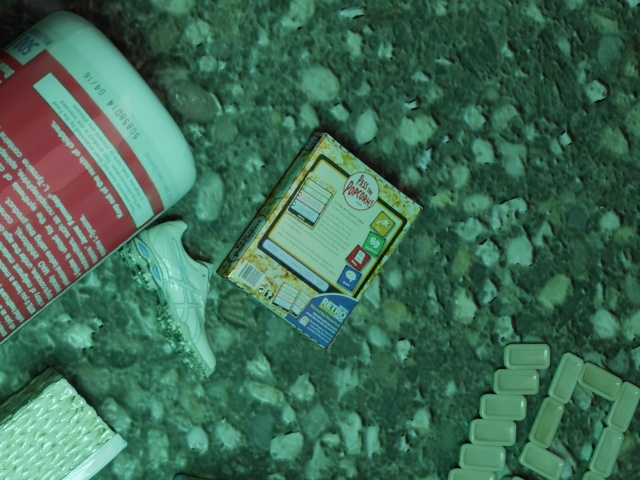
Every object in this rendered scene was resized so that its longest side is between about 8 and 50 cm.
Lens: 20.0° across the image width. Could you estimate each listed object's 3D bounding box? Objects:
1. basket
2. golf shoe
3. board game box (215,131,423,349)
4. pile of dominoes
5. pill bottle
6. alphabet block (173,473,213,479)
[{"bbox_3d":[-0.302,0.220,1.885,0.167,0.113,0.103,-39,102,-12],"label":"basket"},{"bbox_3d":[-0.140,0.060,1.951,0.086,0.069,0.176,-31,106,-20],"label":"golf shoe"},{"bbox_3d":[0.000,0.000,2.004,0.147,0.045,0.193,38,83,-19],"label":"board game box"},{"bbox_3d":[0.250,0.248,2.136,0.196,0.040,0.251,29,77,-19],"label":"pile of dominoes"},{"bbox_3d":[-0.340,-0.021,1.783,0.407,0.229,0.229,-40,107,-12],"label":"pill bottle"},{"bbox_3d":[-0.064,0.374,1.944,0.197,0.192,0.193,13,93,-19],"label":"alphabet block"}]
